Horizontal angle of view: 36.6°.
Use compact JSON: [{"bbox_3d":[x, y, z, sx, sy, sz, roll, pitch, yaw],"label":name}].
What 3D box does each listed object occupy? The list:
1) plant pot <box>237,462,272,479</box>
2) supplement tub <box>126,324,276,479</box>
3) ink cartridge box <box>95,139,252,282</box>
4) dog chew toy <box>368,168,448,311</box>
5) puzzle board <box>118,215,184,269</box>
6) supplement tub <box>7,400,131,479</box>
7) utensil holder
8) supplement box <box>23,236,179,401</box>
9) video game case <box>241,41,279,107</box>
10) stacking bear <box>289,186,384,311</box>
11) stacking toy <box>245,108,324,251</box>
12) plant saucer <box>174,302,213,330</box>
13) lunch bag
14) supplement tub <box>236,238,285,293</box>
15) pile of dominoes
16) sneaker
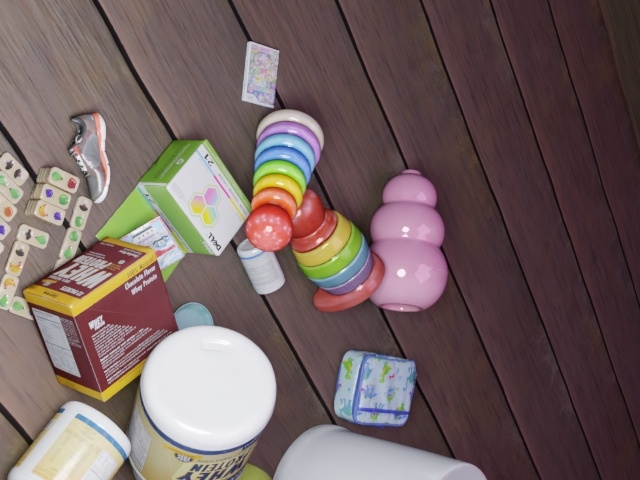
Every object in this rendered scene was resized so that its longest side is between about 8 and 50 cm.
[{"bbox_3d":[-0.195,0.579,1.847,0.275,0.274,0.294,53,40,-37],"label":"plant pot"},{"bbox_3d":[-0.218,0.317,1.697,0.228,0.228,0.316,-43,165,-38],"label":"supplement tub"},{"bbox_3d":[-0.265,-0.035,1.805,0.255,0.097,0.189,-57,131,-30],"label":"ink cartridge box"},{"bbox_3d":[0.201,-0.004,2.275,0.206,0.206,0.332,20,69,-48],"label":"dog chew toy"},{"bbox_3d":[-0.324,0.025,1.757,0.128,0.011,0.096,-31,122,-6],"label":"puzzle board"},{"bbox_3d":[-0.428,0.386,1.620,0.200,0.144,0.144,-54,130,-30],"label":"supplement tub"},{"bbox_3d":[0.133,0.595,2.096,0.327,0.385,0.328,-6,99,-48],"label":"utensil holder"},{"bbox_3d":[-0.368,0.130,1.660,0.191,0.129,0.194,-39,128,-40],"label":"supplement box"},{"bbox_3d":[-0.123,-0.342,2.004,0.087,0.011,0.122,7,88,-49],"label":"video game case"},{"bbox_3d":[0.000,0.000,2.075,0.289,0.164,0.175,50,57,-33],"label":"stacking bear"},{"bbox_3d":[-0.077,-0.109,1.888,0.141,0.141,0.330,56,28,-35],"label":"stacking toy"},{"bbox_3d":[-0.259,0.179,1.887,0.119,0.021,0.119,-6,98,-49],"label":"plant saucer"},{"bbox_3d":[0.133,0.357,2.302,0.219,0.090,0.176,18,83,-47],"label":"lunch bag"},{"bbox_3d":[-0.123,0.049,1.995,0.071,0.071,0.107,-44,124,-37],"label":"supplement tub"},{"bbox_3d":[-0.479,-0.001,1.608,0.196,0.040,0.251,28,72,-46],"label":"pile of dominoes"},{"bbox_3d":[-0.407,-0.142,1.674,0.065,0.061,0.158,-5,88,-36],"label":"sneaker"}]
